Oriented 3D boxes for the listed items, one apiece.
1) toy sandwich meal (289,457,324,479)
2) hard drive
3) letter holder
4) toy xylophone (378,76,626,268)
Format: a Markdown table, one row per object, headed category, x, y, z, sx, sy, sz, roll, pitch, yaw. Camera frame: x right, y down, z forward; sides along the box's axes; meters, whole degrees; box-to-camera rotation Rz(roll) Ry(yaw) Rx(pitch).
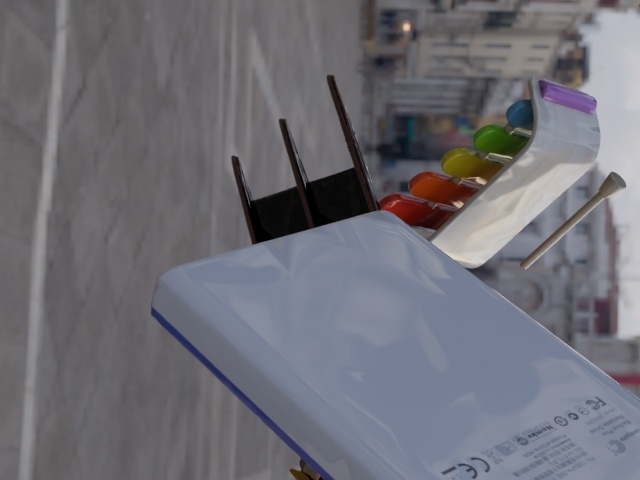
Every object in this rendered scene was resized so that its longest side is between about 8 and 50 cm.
| category | x | y | z | sx | sy | sz | roll | pitch | yaw |
| --- | --- | --- | --- | --- | --- | --- | --- | --- | --- |
| toy sandwich meal | -0.004 | 0.247 | 1.485 | 0.085 | 0.029 | 0.085 | -42 | -149 | 32 |
| hard drive | 0.075 | 0.096 | 0.801 | 0.210 | 0.319 | 0.040 | -16 | 133 | -41 |
| letter holder | 0.000 | 0.000 | 1.427 | 0.214 | 0.152 | 0.302 | 70 | 3 | -55 |
| toy xylophone | 0.236 | -0.061 | 1.669 | 0.236 | 0.323 | 0.081 | 19 | 42 | -43 |
